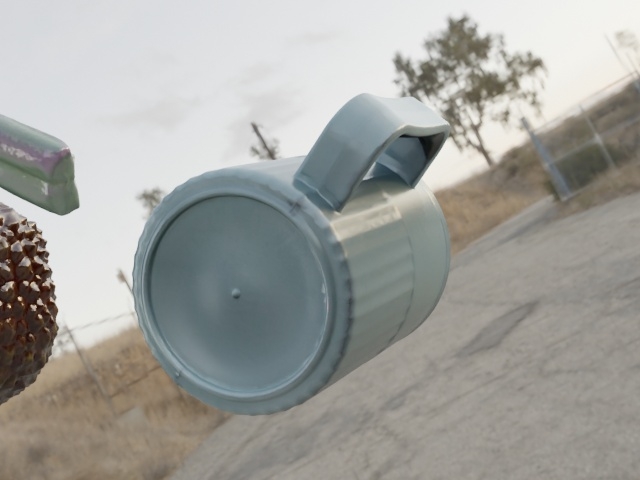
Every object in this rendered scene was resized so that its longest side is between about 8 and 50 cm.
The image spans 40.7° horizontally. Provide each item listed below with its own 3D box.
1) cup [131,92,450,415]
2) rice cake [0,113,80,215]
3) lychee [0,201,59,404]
[{"bbox_3d":[0.006,0.020,0.931,0.331,0.256,0.311,-24,-2,25],"label":"cup"},{"bbox_3d":[-0.326,-0.097,0.819,0.042,0.222,0.080,-53,-19,-35],"label":"rice cake"},{"bbox_3d":[-0.413,0.074,0.982,0.236,0.236,0.271,-19,-45,-53],"label":"lychee"}]
